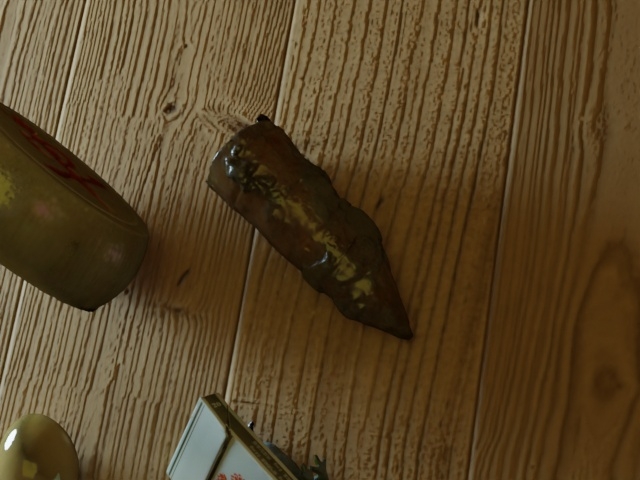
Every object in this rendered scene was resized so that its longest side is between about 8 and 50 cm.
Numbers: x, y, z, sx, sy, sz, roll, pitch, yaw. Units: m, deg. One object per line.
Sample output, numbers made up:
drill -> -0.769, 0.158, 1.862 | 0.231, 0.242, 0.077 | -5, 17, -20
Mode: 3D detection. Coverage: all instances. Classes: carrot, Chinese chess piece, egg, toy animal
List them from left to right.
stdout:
Chinese chess piece -> -0.281, -0.040, 1.308 | 0.251, 0.251, 0.097 | 41, 94, 24
egg -> -0.278, 0.216, 1.318 | 0.080, 0.080, 0.096 | -24, 71, 8
toy animal -> -0.009, 0.247, 1.239 | 0.217, 0.041, 0.075 | 52, 127, 24
carrot -> 0.000, 0.000, 1.307 | 0.102, 0.102, 0.263 | -42, 72, 1

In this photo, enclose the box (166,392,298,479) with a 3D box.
box -> -0.059, 0.244, 1.237 | 0.198, 0.029, 0.109 | 43, 128, 24
